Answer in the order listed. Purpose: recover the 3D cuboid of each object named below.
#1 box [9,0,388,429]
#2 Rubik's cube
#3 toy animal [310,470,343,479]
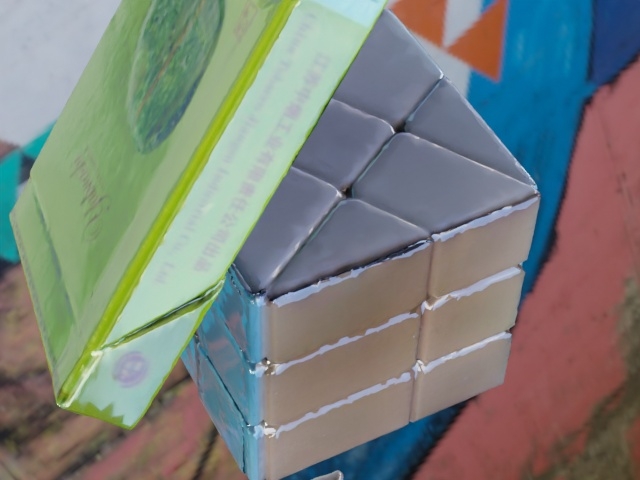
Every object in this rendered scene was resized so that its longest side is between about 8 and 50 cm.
[{"bbox_3d":[-0.044,-0.099,0.679,0.335,0.047,0.187,-58,-149,17],"label":"box"},{"bbox_3d":[0.000,0.000,1.080,0.221,0.225,0.231,-20,-128,-19],"label":"Rubik's cube"},{"bbox_3d":[-0.017,0.355,1.350,0.166,0.250,0.154,-20,-174,-25],"label":"toy animal"}]
